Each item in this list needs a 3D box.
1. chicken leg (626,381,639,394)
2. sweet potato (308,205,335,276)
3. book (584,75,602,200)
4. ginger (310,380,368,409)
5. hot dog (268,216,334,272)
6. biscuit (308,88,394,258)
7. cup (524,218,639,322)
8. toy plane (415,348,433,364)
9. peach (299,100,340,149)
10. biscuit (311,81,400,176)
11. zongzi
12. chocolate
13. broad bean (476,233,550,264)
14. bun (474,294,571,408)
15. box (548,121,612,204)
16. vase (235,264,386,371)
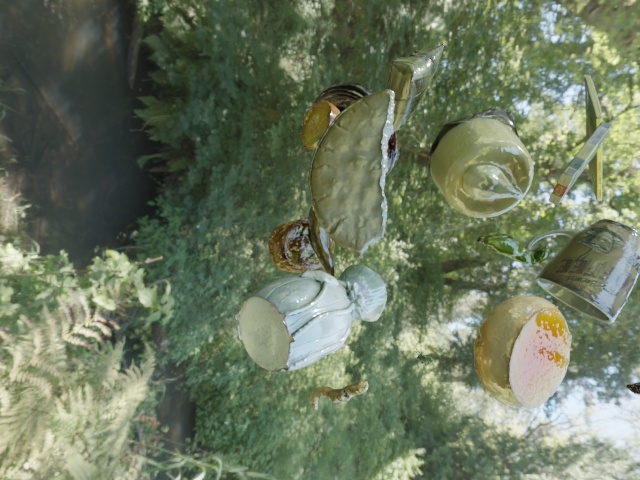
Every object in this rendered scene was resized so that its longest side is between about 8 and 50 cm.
[{"bbox_3d":[0.890,0.401,1.072,0.062,0.145,0.037,2,93,-55],"label":"chicken leg"},{"bbox_3d":[0.000,0.000,1.320,0.077,0.077,0.244,66,16,-82],"label":"sweet potato"},{"bbox_3d":[0.990,-0.363,1.485,0.374,0.028,0.262,57,40,-39],"label":"book"},{"bbox_3d":[0.062,0.567,1.509,0.075,0.288,0.089,60,31,-4],"label":"ginger"},{"bbox_3d":[-0.047,0.009,1.473,0.122,0.272,0.196,17,-67,55],"label":"hot dog"},{"bbox_3d":[0.048,-0.117,0.693,0.038,0.141,0.290,24,70,-75],"label":"biscuit"},{"bbox_3d":[0.783,0.056,1.227,0.257,0.301,0.227,-55,157,-1],"label":"cup"},{"bbox_3d":[0.350,0.397,1.375,0.080,0.033,0.083,48,-13,-15],"label":"toy plane"},{"bbox_3d":[0.006,-0.218,0.796,0.098,0.061,0.098,-26,-126,43],"label":"peach"},{"bbox_3d":[0.115,-0.393,1.573,0.091,0.407,0.407,-38,139,-35],"label":"biscuit"},{"bbox_3d":[0.285,-0.474,1.270,0.242,0.112,0.221,-41,159,-34],"label":"zongzi"},{"bbox_3d":[0.556,-0.230,1.368,0.297,0.326,0.314,-106,177,-57],"label":"chocolate"},{"bbox_3d":[0.550,0.023,1.173,0.048,0.213,0.070,-95,-162,-73],"label":"broad bean"},{"bbox_3d":[0.519,0.283,1.095,0.165,0.299,0.299,15,-71,58],"label":"bun"},{"bbox_3d":[0.748,-0.221,1.183,0.235,0.034,0.132,-45,152,-19],"label":"box"},{"bbox_3d":[-0.001,0.191,1.127,0.445,0.250,0.250,-12,104,-50],"label":"vase"}]
